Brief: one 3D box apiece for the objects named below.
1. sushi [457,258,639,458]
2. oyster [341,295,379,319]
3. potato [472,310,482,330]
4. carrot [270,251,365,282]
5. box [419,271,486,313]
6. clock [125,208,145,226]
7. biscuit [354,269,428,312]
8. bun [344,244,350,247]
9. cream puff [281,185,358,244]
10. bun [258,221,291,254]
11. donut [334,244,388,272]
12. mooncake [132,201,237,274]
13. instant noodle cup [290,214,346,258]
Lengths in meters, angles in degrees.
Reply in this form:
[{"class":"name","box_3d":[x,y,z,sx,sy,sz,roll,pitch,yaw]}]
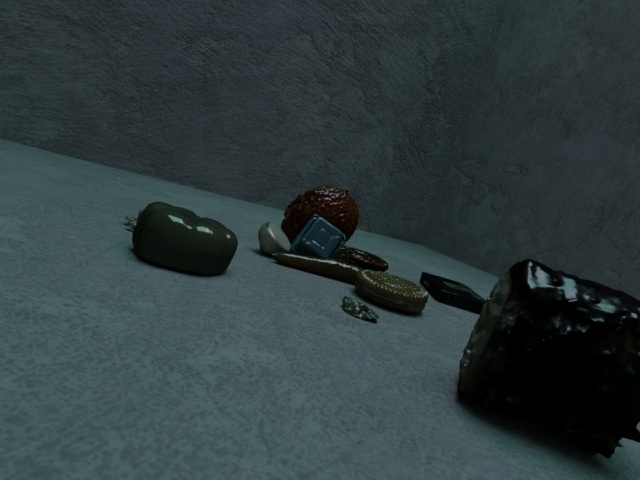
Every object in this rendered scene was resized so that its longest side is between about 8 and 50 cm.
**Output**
[{"class":"sushi","box_3d":[0.441,0.201,0.851,0.294,0.300,0.281,22,24,18]},{"class":"oyster","box_3d":[0.110,0.180,1.221,0.100,0.037,0.098,17,8,-5]},{"class":"potato","box_3d":[0.613,0.277,1.443,0.243,0.098,0.138,10,12,-39]},{"class":"carrot","box_3d":[-0.004,0.085,1.563,0.342,0.070,0.070,14,8,-10]},{"class":"box","box_3d":[0.546,0.212,1.898,0.211,0.058,0.350,18,8,-2]},{"class":"clock","box_3d":[-0.508,-0.053,1.432,0.190,0.062,0.151,12,9,-32]},{"class":"biscuit","box_3d":[0.227,0.161,1.467,0.259,0.079,0.259,15,8,-2]},{"class":"bun","box_3d":[0.109,0.041,2.192,0.083,0.045,0.083,18,10,-3]},{"class":"cream puff","box_3d":[0.007,-0.064,1.846,0.350,0.350,0.229,11,49,-41]},{"class":"bun","box_3d":[-0.177,0.008,1.633,0.138,0.094,0.138,47,17,-20]},{"class":"donut","box_3d":[0.144,0.090,1.731,0.216,0.096,0.230,14,8,-41]},{"class":"mooncake","box_3d":[-0.351,-0.007,1.200,0.274,0.135,0.275,21,6,-2]},{"class":"instant noodle cup","box_3d":[0.000,0.000,1.641,0.157,0.179,0.070,35,-26,-1]}]
